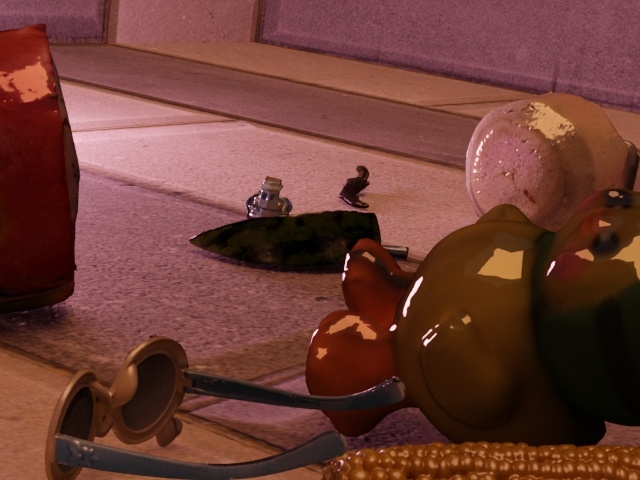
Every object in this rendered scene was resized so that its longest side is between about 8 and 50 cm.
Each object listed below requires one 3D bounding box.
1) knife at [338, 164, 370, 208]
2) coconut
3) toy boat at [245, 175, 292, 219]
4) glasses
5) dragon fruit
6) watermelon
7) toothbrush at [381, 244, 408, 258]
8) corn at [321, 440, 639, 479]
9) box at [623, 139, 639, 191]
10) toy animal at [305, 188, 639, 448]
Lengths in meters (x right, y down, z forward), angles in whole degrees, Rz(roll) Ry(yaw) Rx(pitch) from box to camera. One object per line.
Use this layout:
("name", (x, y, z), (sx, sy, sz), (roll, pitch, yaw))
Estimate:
("knife", (0.051, -0.079, 2.184), (0.045, 0.021, 0.222), (6, 17, 1))
("coconut", (0.319, -0.101, 1.998), (0.224, 0.224, 0.234), (18, 19, 40))
("toy boat", (-0.066, -0.050, 1.894), (0.059, 0.066, 0.140), (11, 14, 3))
("glasses", (-0.066, 0.103, 0.985), (0.220, 0.088, 0.189), (-13, 3, 24))
("dragon fruit", (-0.337, -0.074, 1.388), (0.189, 0.291, 0.290), (-4, 16, -18))
("watermelon", (-0.026, 0.000, 1.730), (0.245, 0.063, 0.119), (-6, 1, -24))
("toothbrush", (0.000, 0.000, 1.807), (0.219, 0.019, 0.016), (8, 8, 3))
("corn", (0.152, 0.178, 0.929), (0.310, 0.101, 0.101), (1, 13, -5))
("box", (0.418, -0.105, 2.295), (0.172, 0.124, 0.093), (15, 4, 28))
("toy animal", (0.173, 0.074, 1.137), (0.338, 0.191, 0.216), (-14, 28, 29))
